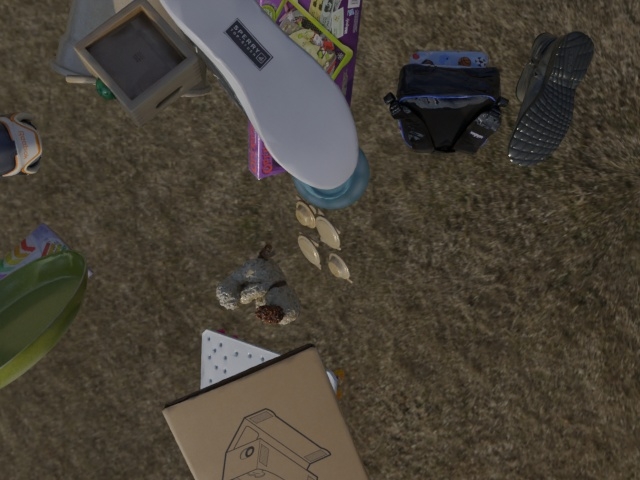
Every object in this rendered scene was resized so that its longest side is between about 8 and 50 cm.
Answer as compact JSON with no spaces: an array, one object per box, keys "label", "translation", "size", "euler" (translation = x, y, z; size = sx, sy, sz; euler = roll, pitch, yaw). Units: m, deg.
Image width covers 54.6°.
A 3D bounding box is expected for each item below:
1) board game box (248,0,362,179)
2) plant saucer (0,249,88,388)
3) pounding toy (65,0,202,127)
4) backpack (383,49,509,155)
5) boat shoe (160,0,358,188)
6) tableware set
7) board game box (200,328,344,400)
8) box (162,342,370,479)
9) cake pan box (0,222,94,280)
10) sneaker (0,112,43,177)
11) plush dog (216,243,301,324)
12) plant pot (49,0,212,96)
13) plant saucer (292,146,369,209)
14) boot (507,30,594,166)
[{"label":"board game box","translation":[-0.033,-0.291,1.140],"size":[0.056,0.208,0.347],"euler":[42,140,36]},{"label":"plant saucer","translation":[-0.372,0.105,0.740],"size":[0.240,0.241,0.037],"euler":[-11,125,29]},{"label":"pounding toy","translation":[-0.253,-0.226,0.818],"size":[0.141,0.100,0.130],"euler":[-41,89,-9]},{"label":"backpack","translation":[0.304,-0.326,1.514],"size":[0.276,0.263,0.213],"euler":[8,65,11]},{"label":"boat shoe","translation":[-0.030,-0.089,0.323],"size":[0.049,0.040,0.142],"euler":[-38,109,1]},{"label":"tableware set","translation":[0.000,0.000,1.108],"size":[0.141,0.020,0.169],"euler":[37,150,40]},{"label":"board game box","translation":[-0.114,0.412,1.313],"size":[0.389,0.050,0.390],"euler":[10,101,40]},{"label":"box","translation":[-0.045,0.227,0.636],"size":[0.164,0.021,0.201],"euler":[-22,99,-4]},{"label":"cake pan box","translation":[-0.762,0.104,1.653],"size":[0.246,0.070,0.266],"euler":[-47,51,-12]},{"label":"sneaker","translation":[-0.603,-0.178,1.178],"size":[0.321,0.127,0.126],"euler":[24,124,56]},{"label":"plush dog","translation":[-0.149,0.158,1.899],"size":[0.225,0.262,0.211],"euler":[48,112,17]},{"label":"plant pot","translation":[-0.369,-0.488,1.274],"size":[0.333,0.333,0.306],"euler":[23,113,25]},{"label":"plant saucer","translation":[0.021,-0.159,1.498],"size":[0.194,0.037,0.195],"euler":[4,115,9]},{"label":"boot","translation":[0.395,-0.255,1.121],"size":[0.083,0.161,0.247],"euler":[21,101,-8]}]
